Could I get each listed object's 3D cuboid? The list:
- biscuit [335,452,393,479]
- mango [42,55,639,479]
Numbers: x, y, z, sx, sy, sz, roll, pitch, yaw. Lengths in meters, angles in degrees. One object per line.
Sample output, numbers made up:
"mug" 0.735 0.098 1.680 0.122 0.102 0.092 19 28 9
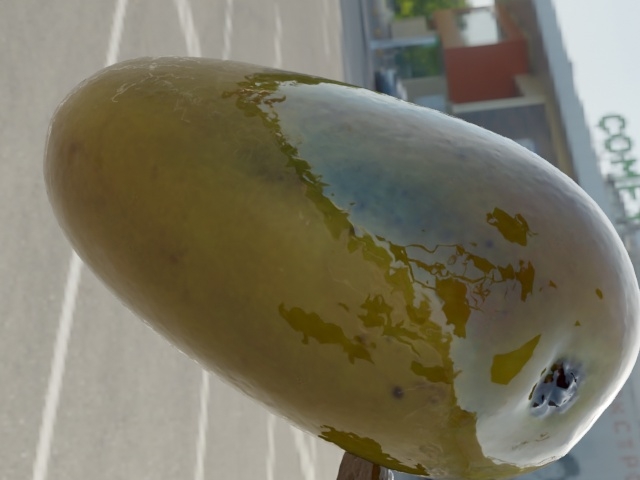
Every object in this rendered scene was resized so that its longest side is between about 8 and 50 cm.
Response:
"biscuit" -0.003 0.252 0.909 0.031 0.205 0.138 32 11 -26
"mango" 0.000 0.000 0.836 0.232 0.445 0.300 -66 161 11
